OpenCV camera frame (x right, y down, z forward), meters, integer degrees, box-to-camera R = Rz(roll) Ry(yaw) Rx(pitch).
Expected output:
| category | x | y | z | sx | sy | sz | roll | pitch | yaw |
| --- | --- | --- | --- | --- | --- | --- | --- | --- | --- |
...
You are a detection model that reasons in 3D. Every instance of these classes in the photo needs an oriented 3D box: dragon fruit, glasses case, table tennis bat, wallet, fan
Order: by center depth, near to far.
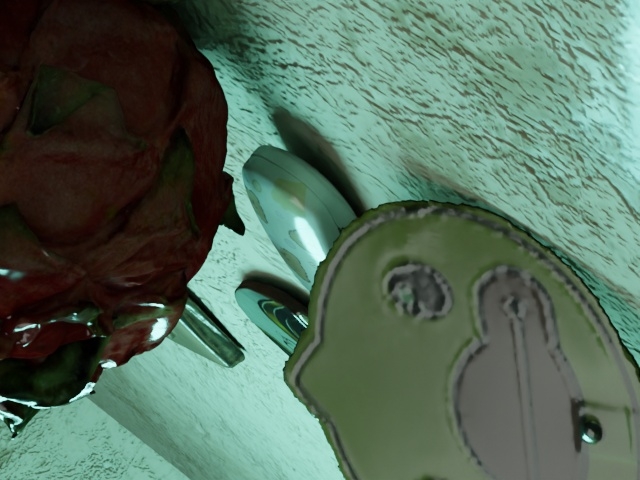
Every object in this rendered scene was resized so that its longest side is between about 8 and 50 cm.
| category | x | y | z | sx | sy | sz | roll | pitch | yaw |
| --- | --- | --- | --- | --- | --- | --- | --- | --- | --- |
| fan | 0.112 | 0.091 | 0.880 | 0.335 | 0.011 | 0.229 | 7 | 114 | 39 |
| dragon fruit | -0.161 | -0.053 | 0.928 | 0.244 | 0.244 | 0.298 | 21 | 122 | 54 |
| glasses case | 0.000 | 0.000 | 1.040 | 0.063 | 0.041 | 0.164 | 32 | 163 | 33 |
| table tennis bat | 0.021 | 0.091 | 1.313 | 0.173 | 0.022 | 0.301 | 44 | 168 | -15 |
| wallet | -0.146 | 0.068 | 1.653 | 0.118 | 0.039 | 0.153 | 48 | 166 | -32 |

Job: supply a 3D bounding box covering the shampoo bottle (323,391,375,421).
| category | x | y | z | sx | sy | sz | roll | pitch | yaw |
| --- | --- | --- | --- | --- | --- | --- | --- | --- | --- |
| shampoo bottle | 0.118 | 0.149 | 1.050 | 0.278 | 0.104 | 0.104 | 47 | 165 | -22 |
